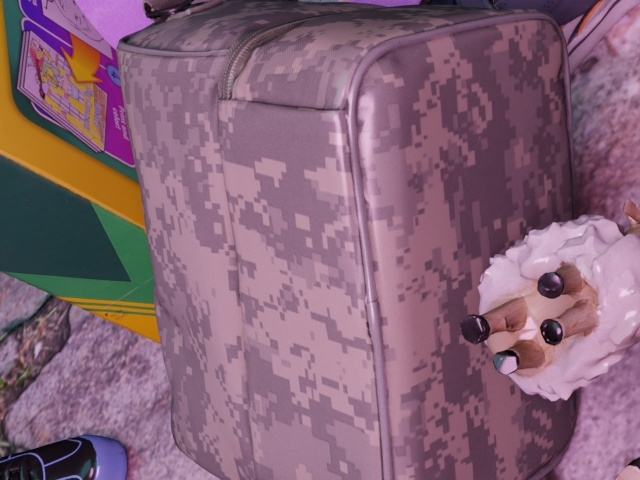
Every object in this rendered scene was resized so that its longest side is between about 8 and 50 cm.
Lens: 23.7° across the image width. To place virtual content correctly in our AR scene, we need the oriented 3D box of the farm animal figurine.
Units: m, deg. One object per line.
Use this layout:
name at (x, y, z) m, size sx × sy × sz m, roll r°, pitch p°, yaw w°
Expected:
farm animal figurine at (0.275, 0.057, 0.715) m, size 0.327 × 0.172 × 0.330 m, roll -45°, pitch 75°, yaw 33°

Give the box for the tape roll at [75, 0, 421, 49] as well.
tape roll at (-0.050, -0.241, 1.074) m, size 0.275 × 0.275 × 0.090 m, roll -42°, pitch 15°, yaw 19°

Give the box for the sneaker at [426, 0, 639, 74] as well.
sneaker at (0.151, -0.194, 0.992) m, size 0.321 × 0.127 × 0.126 m, roll -36°, pitch 51°, yaw 26°

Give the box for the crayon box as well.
crayon box at (-0.200, -0.130, 1.136) m, size 0.106 × 0.313 × 0.363 m, roll -32°, pitch 52°, yaw 23°

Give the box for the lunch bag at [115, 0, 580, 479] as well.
lunch bag at (0.000, 0.000, 0.909) m, size 0.256 × 0.213 × 0.305 m, roll 7°, pitch 110°, yaw 40°

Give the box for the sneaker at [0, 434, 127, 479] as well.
sneaker at (-0.256, 0.210, 1.182) m, size 0.232 × 0.090 × 0.081 m, roll -32°, pitch 52°, yaw 27°
